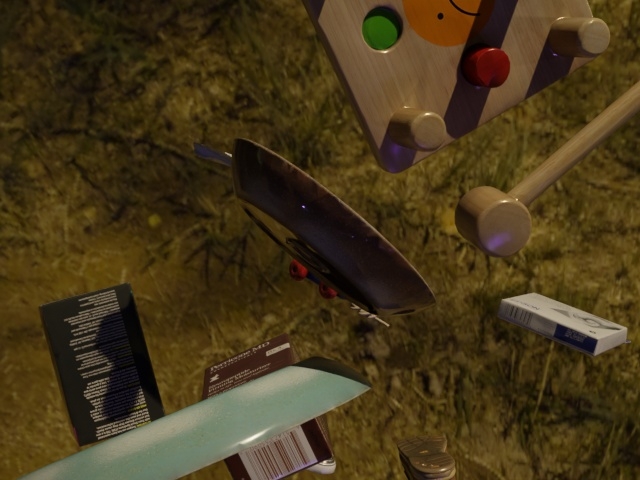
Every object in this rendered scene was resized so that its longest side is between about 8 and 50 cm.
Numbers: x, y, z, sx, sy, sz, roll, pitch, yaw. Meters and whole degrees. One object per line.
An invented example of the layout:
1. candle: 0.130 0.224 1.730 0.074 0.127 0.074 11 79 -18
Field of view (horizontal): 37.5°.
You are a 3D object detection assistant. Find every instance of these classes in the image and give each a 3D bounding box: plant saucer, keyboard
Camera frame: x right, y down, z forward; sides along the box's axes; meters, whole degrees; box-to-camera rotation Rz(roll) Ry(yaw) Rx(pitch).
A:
1. plant saucer: -0.112 0.158 0.748 0.317 0.317 0.043 -22 83 -1
2. plant saucer: 0.000 0.000 0.721 0.198 0.198 0.036 35 81 27
3. keyboard: -0.062 -0.074 1.032 0.072 0.256 0.014 22 94 14

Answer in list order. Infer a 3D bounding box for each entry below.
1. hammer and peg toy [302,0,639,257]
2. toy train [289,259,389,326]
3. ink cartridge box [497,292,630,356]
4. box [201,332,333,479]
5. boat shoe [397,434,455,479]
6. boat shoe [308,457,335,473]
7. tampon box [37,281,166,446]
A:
1. hammer and peg toy: 0.143 -0.185 0.882 0.266 0.361 0.127 -31 20 -10
2. toy train: 0.059 0.039 1.684 0.248 0.105 0.143 29 110 44
3. ink cartridge box: 0.517 0.167 1.970 0.223 0.224 0.045 22 105 33
4. box: -0.092 0.287 1.589 0.168 0.167 0.203 -25 14 1
5. boat shoe: 0.130 0.282 1.159 0.064 0.178 0.060 -5 94 0
6. boat shoe: -0.050 0.393 1.939 0.228 0.080 0.076 32 109 41
7. tampon box: -0.252 0.139 1.078 0.101 0.120 0.161 -15 89 -19
